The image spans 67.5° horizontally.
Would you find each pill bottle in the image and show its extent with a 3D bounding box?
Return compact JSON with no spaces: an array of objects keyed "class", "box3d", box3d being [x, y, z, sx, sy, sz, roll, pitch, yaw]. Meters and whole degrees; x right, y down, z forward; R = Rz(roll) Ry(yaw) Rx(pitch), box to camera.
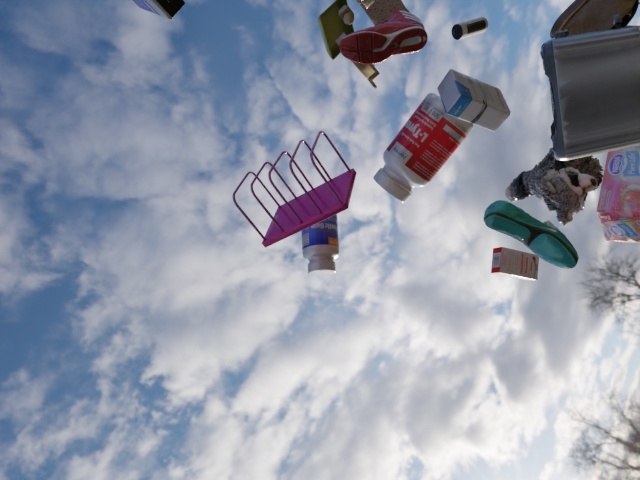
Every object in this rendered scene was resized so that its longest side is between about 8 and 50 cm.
[{"class":"pill bottle","box3d":[0.000,0.000,1.929,0.152,0.152,0.272,19,-119,-49]},{"class":"pill bottle","box3d":[0.403,-0.366,1.942,0.229,0.229,0.408,17,-65,-49]}]

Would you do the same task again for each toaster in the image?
[{"class":"toaster","box3d":[0.432,-0.221,0.745,0.129,0.146,0.227,-42,-59,-58]}]

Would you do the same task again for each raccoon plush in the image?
[{"class":"raccoon plush","box3d":[0.802,-0.147,1.719,0.299,0.216,0.446,-44,-7,-27]}]

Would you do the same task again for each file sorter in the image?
[{"class":"file sorter","box3d":[-0.076,-0.154,1.370,0.182,0.290,0.202,53,-150,-24]}]

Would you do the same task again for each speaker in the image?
[{"class":"speaker","box3d":[0.537,-0.764,1.723,0.136,0.055,0.055,-25,-62,-25]}]

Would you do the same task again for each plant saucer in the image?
[{"class":"plant saucer","box3d":[0.057,-0.868,1.945,0.188,0.045,0.188,-53,-38,-27]}]

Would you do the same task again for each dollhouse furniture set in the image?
[{"class":"dollhouse furniture set","box3d":[0.253,-0.785,1.771,0.355,0.174,0.303,-38,-41,17]}]

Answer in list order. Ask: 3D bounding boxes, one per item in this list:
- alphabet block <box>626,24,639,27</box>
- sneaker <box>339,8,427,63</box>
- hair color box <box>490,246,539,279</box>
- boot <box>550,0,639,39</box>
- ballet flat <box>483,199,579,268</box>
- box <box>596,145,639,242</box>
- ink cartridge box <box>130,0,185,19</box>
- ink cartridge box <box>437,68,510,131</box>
[{"class":"alphabet block","box3d":[0.888,-0.471,1.355,0.197,0.192,0.194,-17,-109,-36]},{"class":"sneaker","box3d":[0.160,-0.532,1.244,0.087,0.221,0.128,83,-173,-47]},{"class":"hair color box","box3d":[0.693,0.084,1.704,0.167,0.053,0.093,12,-100,-17]},{"class":"boot","box3d":[0.631,-0.518,0.980,0.112,0.115,0.305,10,-51,-37]},{"class":"ballet flat","box3d":[0.509,-0.026,1.142,0.087,0.247,0.083,-60,-2,-34]},{"class":"box","box3d":[0.837,-0.157,1.257,0.154,0.142,0.300,43,-119,-41]},{"class":"ink cartridge box","box3d":[-0.475,-0.660,1.203,0.069,0.371,0.175,-50,-48,-2]},{"class":"ink cartridge box","box3d":[0.474,-0.434,1.485,0.190,0.082,0.140,14,-132,-21]}]
